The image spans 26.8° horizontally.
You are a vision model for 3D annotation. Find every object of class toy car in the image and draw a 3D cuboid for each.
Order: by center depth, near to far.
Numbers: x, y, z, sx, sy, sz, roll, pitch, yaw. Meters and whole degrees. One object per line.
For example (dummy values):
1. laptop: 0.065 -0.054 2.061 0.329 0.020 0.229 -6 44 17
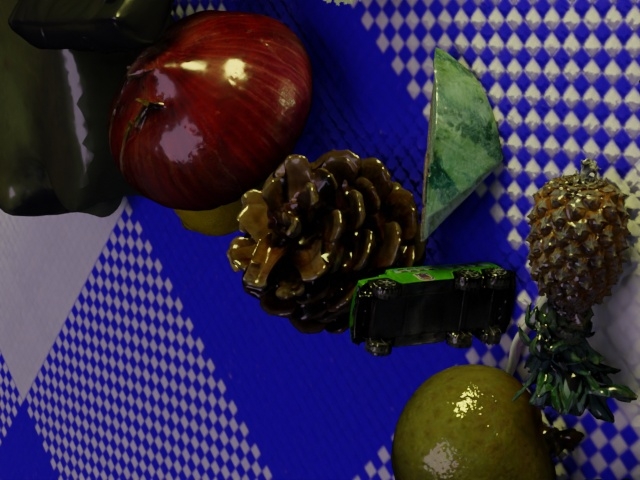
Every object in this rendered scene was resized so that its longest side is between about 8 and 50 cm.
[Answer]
1. toy car: 0.097 0.057 1.213 0.062 0.165 0.071 38 127 56

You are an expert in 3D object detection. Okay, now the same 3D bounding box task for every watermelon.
1. watermelon: 0.118 -0.086 1.232 0.094 0.081 0.180 -172 91 -67

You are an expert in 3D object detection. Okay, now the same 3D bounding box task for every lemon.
1. lemon: -0.116 -0.059 1.498 0.133 0.109 0.109 -53 56 25

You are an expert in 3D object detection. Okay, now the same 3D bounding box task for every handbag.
1. handbag: -0.197 -0.317 1.387 0.244 0.088 0.275 8 71 50

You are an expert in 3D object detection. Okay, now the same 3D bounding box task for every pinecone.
1. pinecone: -0.001 0.003 1.288 0.184 0.205 0.179 -50 62 31

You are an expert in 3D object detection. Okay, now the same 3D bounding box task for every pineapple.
1. pineapple: 0.217 0.041 1.114 0.103 0.083 0.221 4 100 12

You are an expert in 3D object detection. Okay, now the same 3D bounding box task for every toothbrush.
1. toothbrush: 0.188 0.086 1.219 0.022 0.017 0.204 39 130 16

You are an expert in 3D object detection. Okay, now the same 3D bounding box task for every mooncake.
1. mooncake: -0.300 -0.184 1.643 0.351 0.187 0.351 22 118 49

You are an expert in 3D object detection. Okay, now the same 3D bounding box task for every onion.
1. onion: -0.116 -0.146 1.383 0.248 0.248 0.161 37 152 41

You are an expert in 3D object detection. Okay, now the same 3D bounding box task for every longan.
1. longan: 0.149 0.189 1.205 0.145 0.176 0.154 -93 -17 -58

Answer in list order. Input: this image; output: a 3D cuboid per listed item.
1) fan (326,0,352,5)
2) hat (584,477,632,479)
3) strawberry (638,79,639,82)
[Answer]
1. fan: 0.009 -0.424 1.226 0.233 0.012 0.414 11 109 49
2. hat: 0.201 0.352 1.116 0.332 0.274 0.242 89 163 -60
3. strawberry: 0.311 -0.135 0.951 0.131 0.148 0.131 -165 90 -88
